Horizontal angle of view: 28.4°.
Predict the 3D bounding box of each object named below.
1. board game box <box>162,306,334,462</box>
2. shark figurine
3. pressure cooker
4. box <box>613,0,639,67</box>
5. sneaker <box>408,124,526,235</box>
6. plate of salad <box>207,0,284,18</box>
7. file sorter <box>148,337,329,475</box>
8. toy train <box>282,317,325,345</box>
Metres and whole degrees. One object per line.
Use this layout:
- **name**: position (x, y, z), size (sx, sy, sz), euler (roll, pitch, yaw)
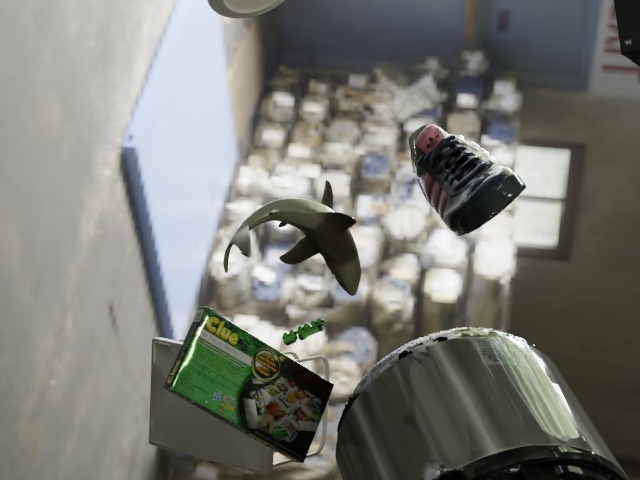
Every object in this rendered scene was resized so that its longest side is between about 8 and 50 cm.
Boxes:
- **board game box**: position (-0.103, 0.218, 1.896), size (0.030, 0.260, 0.136), euler (-5, -125, 56)
- **shark figurine**: position (-0.014, -0.021, 1.786), size (0.278, 0.116, 0.166), euler (14, 80, -46)
- **pressure cooker**: position (0.227, 0.365, 1.700), size (0.420, 0.370, 0.375), euler (-116, 180, -55)
- **box**: position (0.476, -0.329, 1.775), size (0.158, 0.093, 0.156), euler (8, 74, -60)
- **sneaker**: position (0.176, -0.090, 1.682), size (0.131, 0.112, 0.319), euler (52, -3, -8)
- **plate of salad**: position (-0.134, -0.516, 2.509), size (0.200, 0.200, 0.048), euler (79, -10, -63)
- **file sorter**: position (-0.144, 0.278, 2.229), size (0.173, 0.278, 0.193), euler (-4, 98, -52)
- **toy train**: position (-0.028, 0.157, 2.166), size (0.017, 0.083, 0.023), euler (47, 26, -48)
